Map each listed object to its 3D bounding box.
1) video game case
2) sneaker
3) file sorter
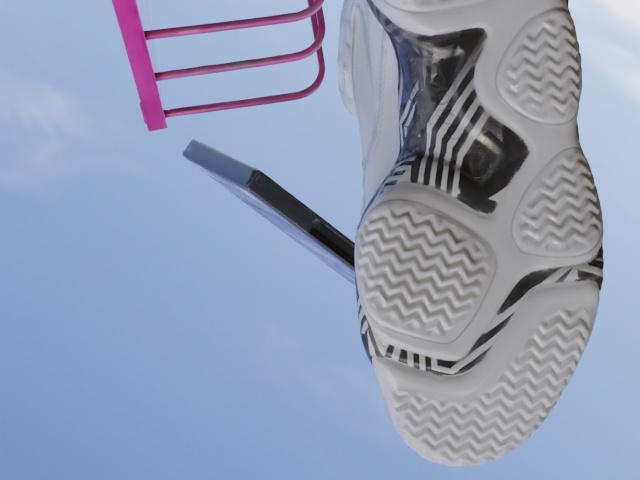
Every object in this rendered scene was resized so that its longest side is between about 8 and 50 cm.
[{"bbox_3d":[0.000,0.000,1.171,0.274,0.026,0.196,36,177,-27],"label":"video game case"},{"bbox_3d":[0.083,-0.056,0.736,0.137,0.366,0.210,-1,-179,-2],"label":"sneaker"},{"bbox_3d":[-0.092,-0.261,1.009,0.182,0.291,0.202,-10,-112,-4],"label":"file sorter"}]
